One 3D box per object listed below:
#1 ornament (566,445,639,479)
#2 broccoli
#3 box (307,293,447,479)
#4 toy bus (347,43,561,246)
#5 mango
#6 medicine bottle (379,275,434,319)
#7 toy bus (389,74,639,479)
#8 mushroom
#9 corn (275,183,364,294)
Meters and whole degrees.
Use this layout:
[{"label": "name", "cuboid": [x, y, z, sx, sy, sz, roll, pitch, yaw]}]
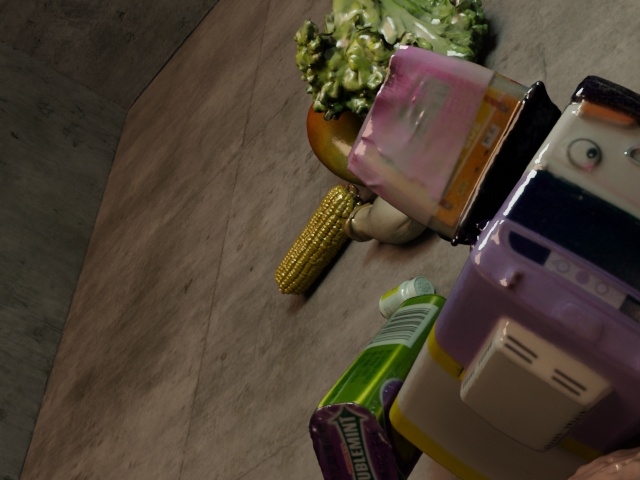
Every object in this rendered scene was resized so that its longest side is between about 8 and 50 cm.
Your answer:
[{"label": "ornament", "cuboid": [0.287, 0.276, 0.882, 0.259, 0.259, 0.225, -116, 41, -62]}, {"label": "broccoli", "cuboid": [0.111, -0.328, 1.916, 0.334, 0.272, 0.324, -49, 0, -42]}, {"label": "box", "cuboid": [0.097, 0.182, 1.353, 0.097, 0.134, 0.345, -14, 11, 25]}, {"label": "toy bus", "cuboid": [0.147, -0.098, 1.199, 0.171, 0.162, 0.386, -59, -11, 6]}, {"label": "mango", "cuboid": [0.052, -0.180, 2.009, 0.129, 0.146, 0.289, -47, 23, 12]}, {"label": "medicine bottle", "cuboid": [0.129, 0.087, 1.683, 0.083, 0.047, 0.047, -37, 33, 45]}, {"label": "toy bus", "cuboid": [0.218, 0.078, 1.033, 0.249, 0.209, 0.440, -52, -10, -25]}, {"label": "mushroom", "cuboid": [0.118, -0.042, 1.800, 0.097, 0.088, 0.212, -60, 15, -20]}, {"label": "corn", "cuboid": [0.000, 0.000, 2.008, 0.238, 0.080, 0.080, -57, 24, 17]}]
